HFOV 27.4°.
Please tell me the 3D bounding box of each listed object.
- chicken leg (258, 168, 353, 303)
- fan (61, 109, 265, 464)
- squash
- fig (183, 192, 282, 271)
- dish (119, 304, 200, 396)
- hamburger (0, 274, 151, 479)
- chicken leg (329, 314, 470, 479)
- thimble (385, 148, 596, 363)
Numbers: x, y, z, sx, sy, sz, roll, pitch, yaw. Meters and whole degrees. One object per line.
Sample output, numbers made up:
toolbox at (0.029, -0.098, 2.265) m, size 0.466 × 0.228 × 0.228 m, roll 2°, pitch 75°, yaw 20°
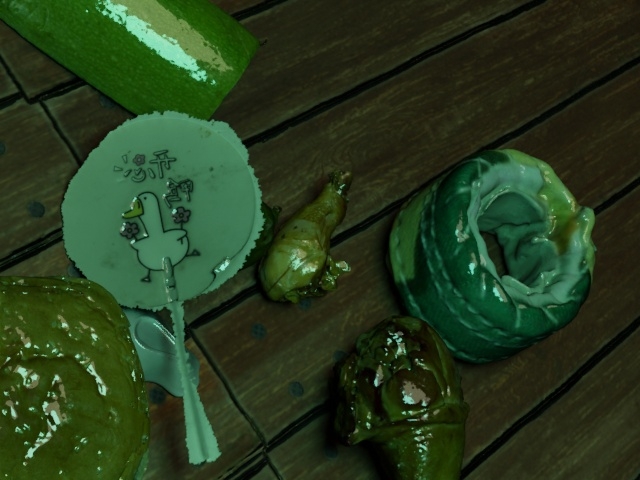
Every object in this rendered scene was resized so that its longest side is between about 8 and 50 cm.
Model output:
chicken leg at (-0.002, -0.002, 1.630) m, size 0.101 × 0.085 × 0.207 m, roll 37°, pitch 53°, yaw -10°
fan at (-0.166, 0.045, 1.454) m, size 0.233 × 0.012 × 0.415 m, roll -11°, pitch 71°, yaw 5°
squash at (-0.220, -0.276, 1.607) m, size 0.288 × 0.111 × 0.203 m, roll 37°, pitch 50°, yaw -12°
fig at (-0.098, -0.013, 1.560) m, size 0.177 × 0.117 × 0.117 m, roll -3°, pitch 68°, yaw -51°
dish at (-0.185, 0.118, 1.470) m, size 0.137 × 0.039 × 0.091 m, roll 37°, pitch 51°, yaw -12°
hamburger at (-0.294, 0.162, 1.310) m, size 0.284 × 0.134 × 0.266 m, roll -6°, pitch 69°, yaw -35°
chicken leg at (0.100, 0.247, 1.537) m, size 0.211 × 0.140 × 0.361 m, roll 23°, pitch 51°, yaw -34°
thimble at (0.231, 0.020, 1.724) m, size 0.288 × 0.167 × 0.254 m, roll -21°, pitch 81°, yaw -42°
